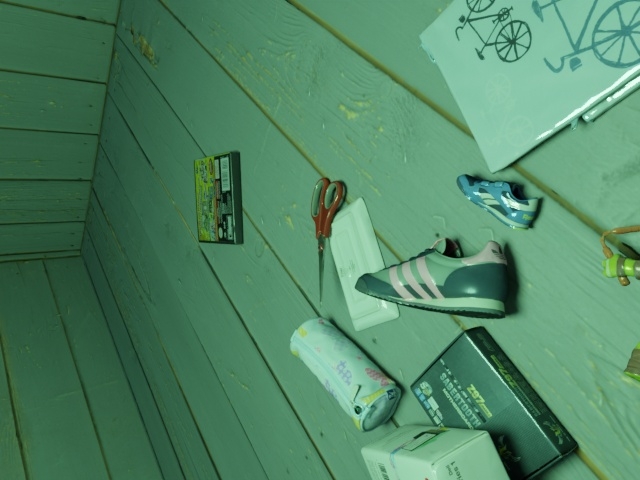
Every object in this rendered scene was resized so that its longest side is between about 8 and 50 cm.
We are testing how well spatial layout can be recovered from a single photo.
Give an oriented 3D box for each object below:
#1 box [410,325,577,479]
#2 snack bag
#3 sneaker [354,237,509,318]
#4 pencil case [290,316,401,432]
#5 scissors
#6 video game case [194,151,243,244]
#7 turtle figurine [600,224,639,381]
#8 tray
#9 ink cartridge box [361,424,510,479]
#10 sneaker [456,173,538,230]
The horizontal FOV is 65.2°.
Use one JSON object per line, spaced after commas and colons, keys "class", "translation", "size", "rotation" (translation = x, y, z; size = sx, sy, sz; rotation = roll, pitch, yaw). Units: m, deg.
{"class": "box", "translation": [0.277, 0.292, 0.847], "size": [0.233, 0.059, 0.183], "rotation": [56, 132, 30]}
{"class": "snack bag", "translation": [0.326, -0.307, 0.752], "size": [0.342, 0.037, 0.323], "rotation": [-41, 62, 44]}
{"class": "sneaker", "translation": [0.196, 0.061, 0.911], "size": [0.319, 0.112, 0.131], "rotation": [2, 78, 48]}
{"class": "pencil case", "translation": [0.046, 0.283, 1.081], "size": [0.273, 0.124, 0.114], "rotation": [40, 123, 42]}
{"class": "scissors", "translation": [0.000, 0.000, 1.139], "size": [0.109, 0.021, 0.297], "rotation": [2, 82, 54]}
{"class": "video game case", "translation": [-0.322, -0.128, 1.568], "size": [0.248, 0.035, 0.275], "rotation": [2, 96, 51]}
{"class": "turtle figurine", "translation": [0.432, 0.063, 0.548], "size": [0.269, 0.087, 0.217], "rotation": [8, 68, 45]}
{"class": "tray", "translation": [0.077, 0.056, 1.097], "size": [0.145, 0.030, 0.271], "rotation": [-32, 68, 48]}
{"class": "ink cartridge box", "translation": [0.200, 0.426, 0.826], "size": [0.202, 0.117, 0.278], "rotation": [67, 158, 10]}
{"class": "sneaker", "translation": [0.287, -0.075, 0.810], "size": [0.144, 0.053, 0.059], "rotation": [41, 124, 31]}
